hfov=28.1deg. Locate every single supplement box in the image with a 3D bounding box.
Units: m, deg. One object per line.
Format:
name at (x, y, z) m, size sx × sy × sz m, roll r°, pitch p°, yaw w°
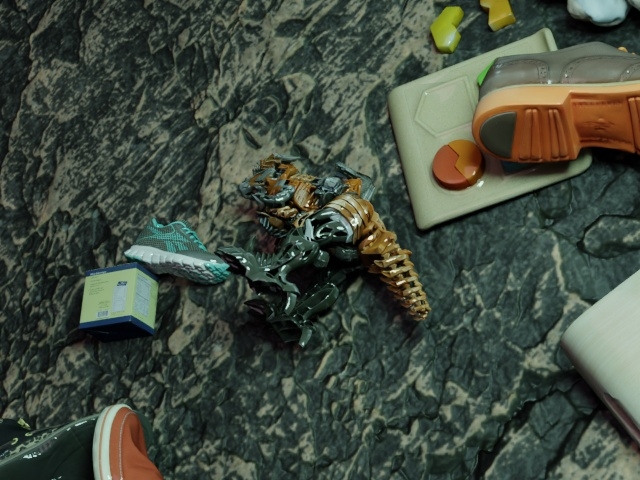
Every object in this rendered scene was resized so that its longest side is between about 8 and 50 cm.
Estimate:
supplement box at (-0.265, 0.082, 1.685) m, size 0.083 × 0.056 × 0.083 m, roll -10°, pitch 62°, yaw 24°

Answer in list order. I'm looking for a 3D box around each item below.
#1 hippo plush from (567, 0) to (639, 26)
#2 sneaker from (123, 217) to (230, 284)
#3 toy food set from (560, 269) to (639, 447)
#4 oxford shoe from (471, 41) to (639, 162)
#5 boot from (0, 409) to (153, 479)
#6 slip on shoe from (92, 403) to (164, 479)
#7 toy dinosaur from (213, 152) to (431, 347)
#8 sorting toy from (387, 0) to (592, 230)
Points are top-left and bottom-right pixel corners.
hippo plush at (0.317, -0.388, 1.456) m, size 0.294 × 0.236 × 0.234 m, roll -23°, pitch 68°, yaw 38°
sneaker at (-0.182, 0.008, 1.676) m, size 0.166 × 0.065 × 0.076 m, roll 11°, pitch 68°, yaw 31°
toy food set at (0.428, 0.098, 1.294) m, size 0.306 × 0.092 × 0.220 m, roll -39°, pitch 65°, yaw 7°
oxford shoe at (0.355, -0.171, 1.424) m, size 0.363 × 0.130 × 0.133 m, roll 2°, pitch 52°, yaw 14°
boot at (-0.345, 0.256, 1.614) m, size 0.236 × 0.085 × 0.178 m, roll -22°, pitch 18°, yaw -21°
slip on shoe at (-0.180, 0.338, 1.473) m, size 0.101 × 0.123 × 0.331 m, roll -25°, pitch 64°, yaw 6°
toy dinosaur at (0.000, 0.000, 1.535) m, size 0.218 × 0.164 × 0.322 m, roll -42°, pitch 30°, yaw -16°
sorting toy at (0.189, -0.180, 1.579) m, size 0.229 × 0.041 × 0.307 m, roll -22°, pitch 57°, yaw 17°
